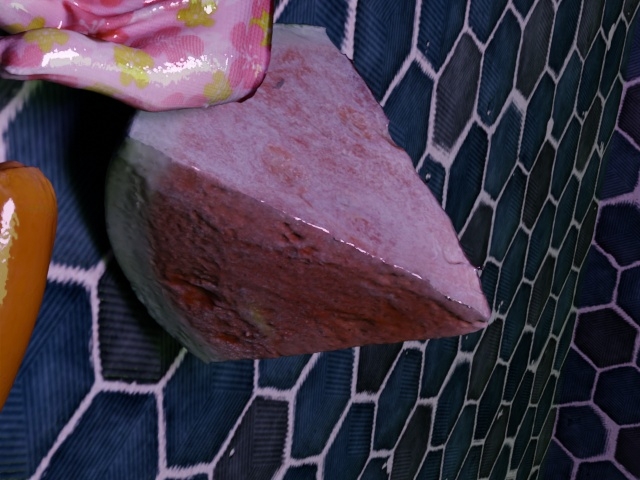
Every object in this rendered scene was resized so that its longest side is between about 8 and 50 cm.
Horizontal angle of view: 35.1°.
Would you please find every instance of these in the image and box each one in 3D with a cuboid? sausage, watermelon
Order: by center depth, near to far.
[{"bbox_3d":[-0.227,0.062,0.618,0.098,0.098,0.238,27,83,-65],"label":"sausage"},{"bbox_3d":[-0.043,0.000,0.797,0.250,0.292,0.283,-14,124,-28],"label":"watermelon"}]

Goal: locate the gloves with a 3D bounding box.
[{"bbox_3d":[-0.139,-0.160,0.637,0.241,0.126,0.145,17,96,-37],"label":"gloves"}]
